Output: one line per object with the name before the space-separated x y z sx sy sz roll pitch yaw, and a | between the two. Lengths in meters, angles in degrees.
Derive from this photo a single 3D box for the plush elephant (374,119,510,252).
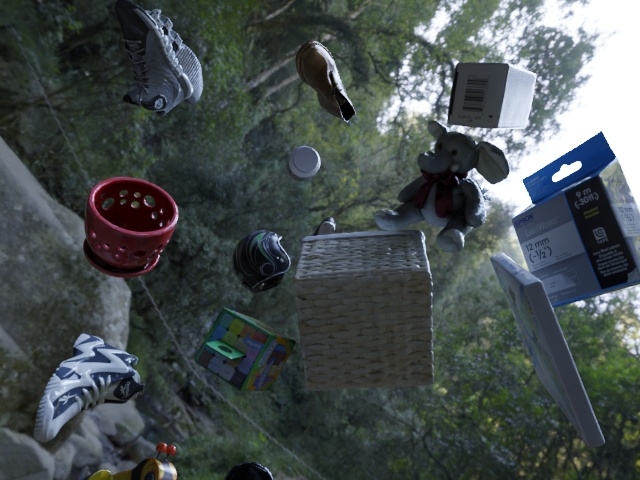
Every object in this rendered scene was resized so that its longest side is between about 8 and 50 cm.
plush elephant | 0.330 -0.163 1.255 0.272 0.330 0.255 29 -40 47

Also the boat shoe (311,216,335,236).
boat shoe | 0.000 0.000 1.760 0.075 0.065 0.206 23 -55 -8

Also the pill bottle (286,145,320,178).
pill bottle | -0.058 -0.263 1.640 0.108 0.108 0.180 52 -5 -5

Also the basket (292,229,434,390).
basket | 0.115 0.169 1.194 0.266 0.331 0.328 -80 165 -70

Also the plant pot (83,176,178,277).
plant pot | -0.437 -0.020 1.100 0.191 0.191 0.174 43 -52 18

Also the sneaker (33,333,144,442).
sneaker | -0.416 0.281 0.902 0.153 0.094 0.235 18 20 -12

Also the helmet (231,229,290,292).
helmet | -0.174 0.053 1.401 0.161 0.169 0.169 63 -18 16

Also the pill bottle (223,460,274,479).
pill bottle | -0.179 0.600 1.138 0.123 0.123 0.219 44 -31 14

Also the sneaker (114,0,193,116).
sneaker | -0.346 -0.331 0.932 0.086 0.132 0.228 25 -21 33

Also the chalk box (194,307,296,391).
chalk box | -0.167 0.235 1.038 0.132 0.132 0.213 26 -9 21

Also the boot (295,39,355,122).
boot | 0.028 -0.455 1.400 0.115 0.112 0.305 49 4 28

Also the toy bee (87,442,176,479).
toy bee | -0.341 0.486 0.942 0.298 0.162 0.195 2 -33 9

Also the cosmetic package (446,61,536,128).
cosmetic package | 0.445 -0.366 1.238 0.129 0.296 0.153 15 -72 32

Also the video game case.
video game case | 0.455 0.203 0.999 0.300 0.036 0.329 -46 113 -79

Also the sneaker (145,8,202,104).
sneaker | -0.485 -0.567 1.495 0.146 0.122 0.330 13 -27 24

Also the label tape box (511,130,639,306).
label tape box | 0.584 -0.041 1.115 0.249 0.115 0.347 -40 -120 57
